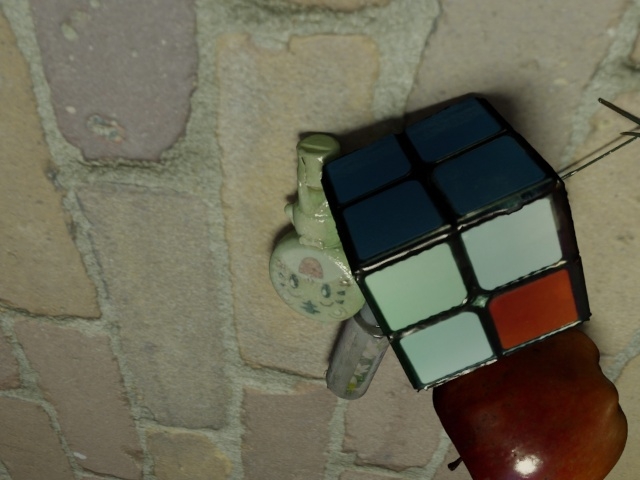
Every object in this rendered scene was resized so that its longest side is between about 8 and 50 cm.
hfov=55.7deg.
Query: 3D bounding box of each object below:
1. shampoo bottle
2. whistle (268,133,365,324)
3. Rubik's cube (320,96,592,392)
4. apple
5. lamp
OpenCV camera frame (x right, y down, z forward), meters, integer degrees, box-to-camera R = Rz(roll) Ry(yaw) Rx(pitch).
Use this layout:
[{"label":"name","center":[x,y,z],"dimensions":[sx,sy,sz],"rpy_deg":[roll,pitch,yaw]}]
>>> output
[{"label":"shampoo bottle","center":[0.059,0.134,0.808],"dimensions":[0.072,0.072,0.214],"rpy_deg":[13,135,-3]},{"label":"whistle","center":[0.000,0.000,0.692],"dimensions":[0.126,0.067,0.258],"rpy_deg":[13,131,18]},{"label":"Rubik's cube","center":[0.121,0.002,0.568],"dimensions":[0.183,0.167,0.180],"rpy_deg":[-22,128,6]},{"label":"apple","center":[0.251,0.216,0.744],"dimensions":[0.233,0.234,0.234],"rpy_deg":[5,134,5]},{"label":"lamp","center":[0.256,-0.076,0.594],"dimensions":[0.054,0.041,0.121],"rpy_deg":[19,137,-20]}]
